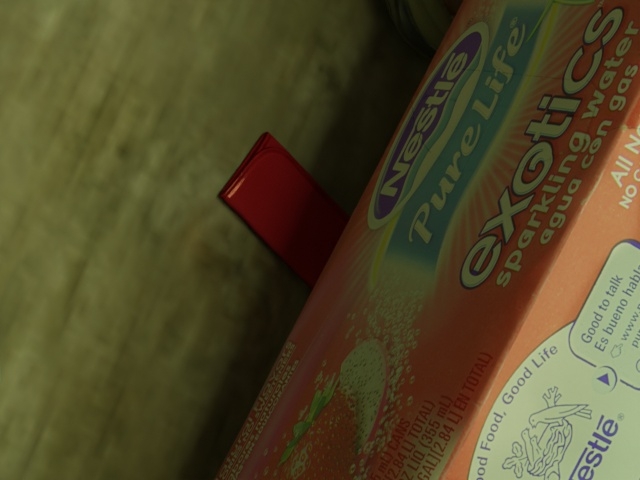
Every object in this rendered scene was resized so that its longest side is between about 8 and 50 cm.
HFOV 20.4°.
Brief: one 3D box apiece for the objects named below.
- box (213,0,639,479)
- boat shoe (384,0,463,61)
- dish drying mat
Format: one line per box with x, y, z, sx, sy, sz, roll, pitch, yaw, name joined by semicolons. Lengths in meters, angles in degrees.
0.105;0.003;0.536;0.154;0.142;0.300;28;87;-22;box
0.176;-0.113;0.710;0.324;0.116;0.123;-8;92;-36;boat shoe
0.000;0.000;0.641;0.083;0.008;0.032;46;63;-24;dish drying mat
